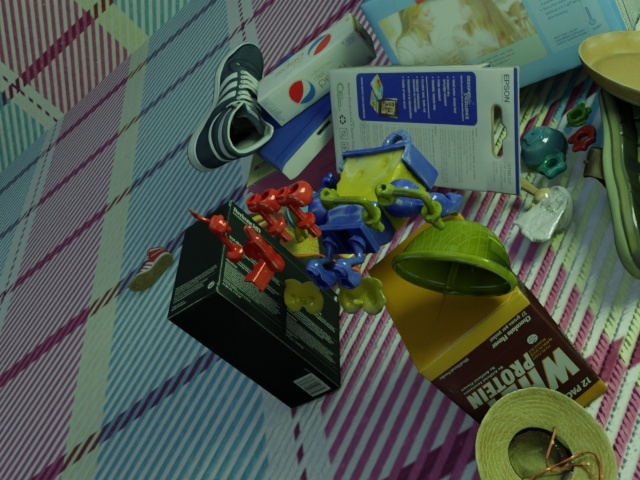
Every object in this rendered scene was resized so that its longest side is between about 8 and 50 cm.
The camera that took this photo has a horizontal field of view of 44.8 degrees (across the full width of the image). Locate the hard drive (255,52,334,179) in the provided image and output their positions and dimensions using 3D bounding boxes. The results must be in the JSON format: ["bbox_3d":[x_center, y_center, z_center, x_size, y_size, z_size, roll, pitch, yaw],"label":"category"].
[{"bbox_3d":[-0.055,-0.245,1.463,0.210,0.040,0.318,-48,32,-1],"label":"hard drive"}]

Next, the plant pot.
[{"bbox_3d":[0.435,-0.204,0.956,0.236,0.032,0.236,2,35,-1],"label":"plant pot"}]

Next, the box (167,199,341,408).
[{"bbox_3d":[-0.086,0.097,1.137,0.103,0.261,0.184,-29,36,27],"label":"box"}]

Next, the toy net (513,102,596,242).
[{"bbox_3d":[0.325,-0.084,1.060,0.122,0.045,0.232,-19,43,35],"label":"toy net"}]

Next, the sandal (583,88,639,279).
[{"bbox_3d":[0.363,-0.080,0.948,0.086,0.120,0.303,-34,32,46],"label":"sandal"}]

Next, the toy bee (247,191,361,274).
[{"bbox_3d":[0.000,0.000,1.244,0.298,0.195,0.162,-24,62,16],"label":"toy bee"}]

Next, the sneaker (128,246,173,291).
[{"bbox_3d":[-0.385,0.062,1.739,0.118,0.042,0.067,-41,35,-5],"label":"sneaker"}]

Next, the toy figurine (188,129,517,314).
[{"bbox_3d":[0.059,-0.060,0.852,0.362,0.191,0.217,-5,46,46],"label":"toy figurine"}]

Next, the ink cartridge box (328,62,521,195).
[{"bbox_3d":[0.159,-0.175,1.171,0.069,0.176,0.371,-17,20,-36],"label":"ink cartridge box"}]

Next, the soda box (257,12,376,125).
[{"bbox_3d":[-0.010,-0.299,1.366,0.216,0.069,0.074,-32,36,21],"label":"soda box"}]

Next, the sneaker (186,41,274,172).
[{"bbox_3d":[-0.140,-0.260,1.444,0.153,0.099,0.282,-8,56,52],"label":"sneaker"}]

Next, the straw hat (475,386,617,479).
[{"bbox_3d":[0.224,0.227,0.806,0.144,0.144,0.061,-58,-8,-17],"label":"straw hat"}]

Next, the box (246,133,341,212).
[{"bbox_3d":[-0.013,-0.192,1.507,0.213,0.117,0.243,-27,38,29],"label":"box"}]

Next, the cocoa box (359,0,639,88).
[{"bbox_3d":[0.284,-0.375,1.205,0.347,0.231,0.228,-16,27,38],"label":"cocoa box"}]

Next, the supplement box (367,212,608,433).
[{"bbox_3d":[0.184,0.098,0.879,0.129,0.194,0.191,-41,32,11],"label":"supplement box"}]
